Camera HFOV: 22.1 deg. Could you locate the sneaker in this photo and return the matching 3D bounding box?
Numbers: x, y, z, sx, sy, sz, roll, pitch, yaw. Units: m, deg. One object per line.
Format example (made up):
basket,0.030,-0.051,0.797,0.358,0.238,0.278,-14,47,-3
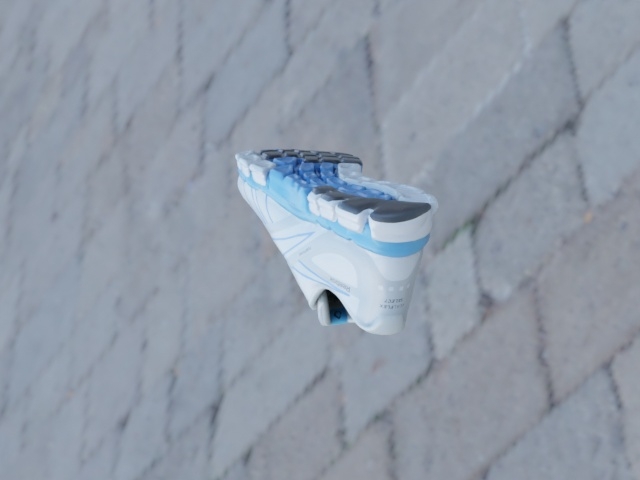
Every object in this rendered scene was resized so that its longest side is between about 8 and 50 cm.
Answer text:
sneaker,0.000,0.000,0.867,0.191,0.071,0.082,-141,50,-66
